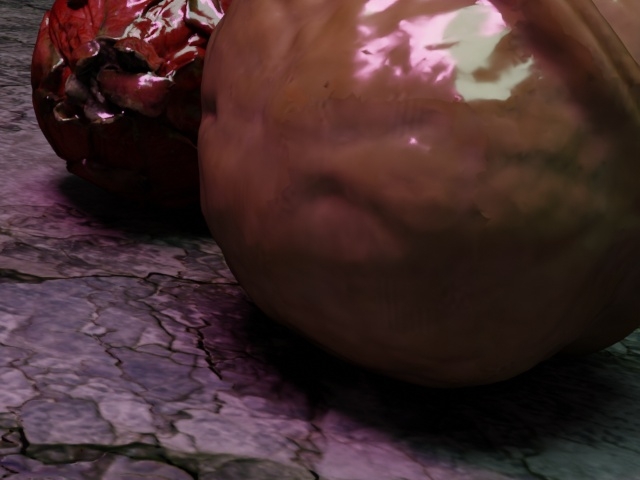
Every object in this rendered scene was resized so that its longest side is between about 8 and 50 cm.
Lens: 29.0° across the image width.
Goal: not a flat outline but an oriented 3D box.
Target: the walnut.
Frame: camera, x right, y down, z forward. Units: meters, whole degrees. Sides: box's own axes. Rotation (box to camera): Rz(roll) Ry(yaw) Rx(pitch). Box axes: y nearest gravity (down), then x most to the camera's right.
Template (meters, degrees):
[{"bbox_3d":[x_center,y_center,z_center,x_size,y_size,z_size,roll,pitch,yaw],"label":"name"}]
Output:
[{"bbox_3d":[0.089,-0.072,0.844,0.381,0.381,0.381,8,16,-2],"label":"walnut"}]

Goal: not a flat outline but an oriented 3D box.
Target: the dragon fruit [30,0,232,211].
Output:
[{"bbox_3d":[-0.140,-0.147,1.107,0.244,0.245,0.299,8,8,-1],"label":"dragon fruit"}]
